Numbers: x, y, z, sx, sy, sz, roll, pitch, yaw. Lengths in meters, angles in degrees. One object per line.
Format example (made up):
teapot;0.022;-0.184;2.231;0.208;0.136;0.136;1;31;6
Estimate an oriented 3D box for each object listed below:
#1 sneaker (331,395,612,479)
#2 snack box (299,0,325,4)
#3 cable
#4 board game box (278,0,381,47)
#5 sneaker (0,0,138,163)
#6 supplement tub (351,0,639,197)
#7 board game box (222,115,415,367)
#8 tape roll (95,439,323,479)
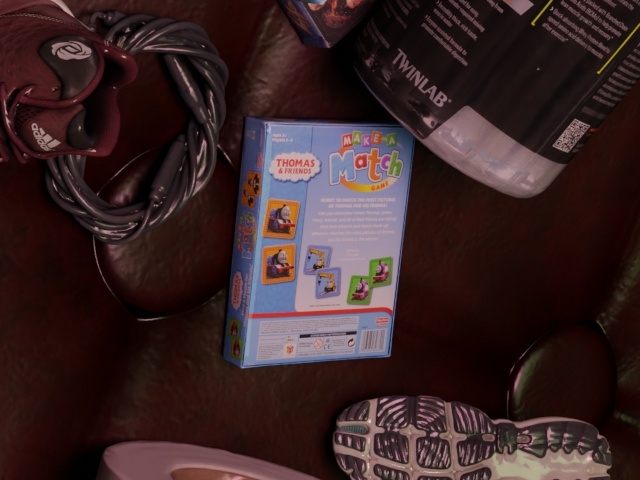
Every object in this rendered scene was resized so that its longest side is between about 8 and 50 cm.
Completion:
sneaker;0.134;0.208;1.559;0.275;0.110;0.107;11;79;-19
snack box;-0.141;-0.286;1.180;0.322;0.187;0.060;36;82;-36
cable;-0.144;-0.087;1.327;0.150;0.047;0.184;6;97;-41
board game box;-0.005;-0.301;1.360;0.165;0.042;0.243;-45;123;-17
sneaker;-0.243;-0.082;1.150;0.281;0.162;0.106;-39;137;-31
supplement tub;0.199;-0.219;1.360;0.207;0.207;0.338;26;111;-37
board game box;0.000;0.000;1.448;0.160;0.039;0.211;-1;104;-35
tape roll;-0.079;0.278;1.342;0.246;0.246;0.169;13;95;-36
